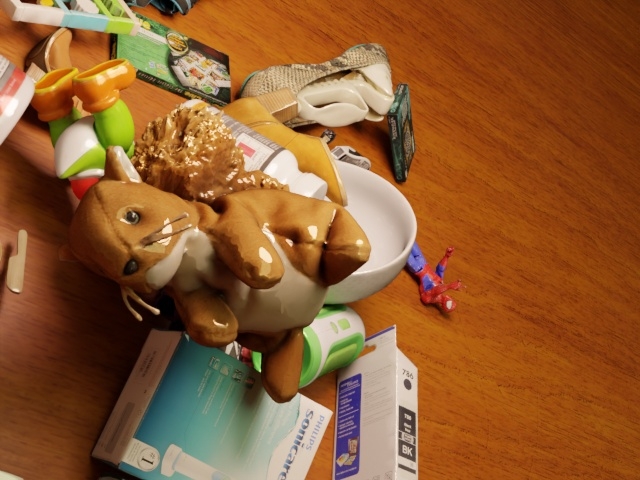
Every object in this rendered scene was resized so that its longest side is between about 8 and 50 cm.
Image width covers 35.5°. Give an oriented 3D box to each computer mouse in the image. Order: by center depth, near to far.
[{"bbox_3d":[0.032,-0.173,2.099,0.193,0.106,0.042,20,29,-51],"label":"computer mouse"}]

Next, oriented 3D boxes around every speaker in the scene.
[{"bbox_3d":[-0.014,0.177,1.725,0.131,0.131,0.296,64,18,7],"label":"speaker"}]

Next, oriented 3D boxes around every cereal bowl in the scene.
[{"bbox_3d":[0.000,0.000,1.846,0.339,0.141,0.339,6,40,-5],"label":"cereal bowl"}]

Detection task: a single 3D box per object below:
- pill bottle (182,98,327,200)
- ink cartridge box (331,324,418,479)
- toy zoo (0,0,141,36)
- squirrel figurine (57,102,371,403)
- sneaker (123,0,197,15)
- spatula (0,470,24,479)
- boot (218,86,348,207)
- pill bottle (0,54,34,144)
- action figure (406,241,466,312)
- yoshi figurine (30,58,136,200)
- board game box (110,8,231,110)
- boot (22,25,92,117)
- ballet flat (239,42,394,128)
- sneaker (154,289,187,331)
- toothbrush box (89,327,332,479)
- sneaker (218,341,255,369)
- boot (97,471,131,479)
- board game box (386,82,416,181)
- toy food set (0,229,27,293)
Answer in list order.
[{"bbox_3d":[-0.139,-0.110,1.704,0.278,0.162,0.162,31,40,11],"label":"pill bottle"},{"bbox_3d":[0.097,0.329,1.782,0.065,0.165,0.333,27,50,-32],"label":"ink cartridge box"},{"bbox_3d":[-0.475,-0.435,1.722,0.293,0.030,0.192,-3,46,-47],"label":"toy zoo"},{"bbox_3d":[-0.181,-0.012,1.423,0.370,0.281,0.397,15,31,-28],"label":"squirrel figurine"},{"bbox_3d":[-0.276,-0.513,1.988,0.341,0.125,0.140,-7,99,-50],"label":"sneaker"},{"bbox_3d":[-0.387,0.417,1.346,0.242,0.019,0.168,31,46,-29],"label":"spatula"},{"bbox_3d":[-0.097,-0.140,1.826,0.211,0.104,0.295,-26,64,-10],"label":"boot"},{"bbox_3d":[-0.604,-0.249,1.388,0.363,0.210,0.210,38,44,-23],"label":"pill bottle"},{"bbox_3d":[0.226,0.029,2.128,0.280,0.139,0.091,55,41,-8],"label":"action figure"},{"bbox_3d":[-0.311,-0.110,1.604,0.203,0.203,0.362,-21,113,-11],"label":"yoshi figurine"},{"bbox_3d":[-0.284,-0.345,1.918,0.259,0.030,0.136,20,55,-37],"label":"board game box"},{"bbox_3d":[-0.429,-0.265,1.697,0.152,0.073,0.197,44,40,-28],"label":"boot"},{"bbox_3d":[0.041,-0.305,2.106,0.182,0.164,0.482,31,33,28],"label":"ballet flat"},{"bbox_3d":[-0.226,0.078,1.597,0.098,0.083,0.223,4,21,-27],"label":"sneaker"},{"bbox_3d":[-0.159,0.293,1.516,0.295,0.126,0.216,32,72,-27],"label":"toothbrush box"},{"bbox_3d":[-0.176,0.143,1.669,0.135,0.097,0.276,23,53,-38],"label":"sneaker"},{"bbox_3d":[-0.335,0.391,1.338,0.338,0.118,0.223,58,34,-23],"label":"boot"},{"bbox_3d":[0.183,-0.242,2.248,0.126,0.026,0.186,-69,156,-46],"label":"board game box"},{"bbox_3d":[-0.526,0.012,1.448,0.192,0.038,0.132,21,45,-29],"label":"toy food set"}]
